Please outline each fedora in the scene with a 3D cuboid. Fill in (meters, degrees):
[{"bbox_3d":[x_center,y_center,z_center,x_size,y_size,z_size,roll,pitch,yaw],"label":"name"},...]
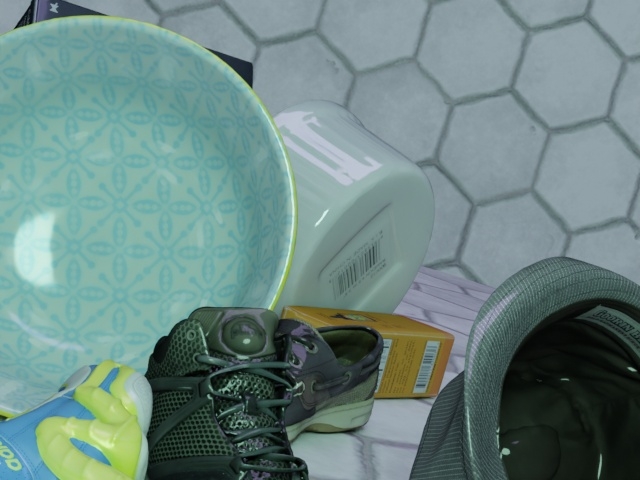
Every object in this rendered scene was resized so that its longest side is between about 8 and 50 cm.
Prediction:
[{"bbox_3d":[0.146,0.142,0.803,0.124,0.244,0.275,-26,6,45],"label":"fedora"}]

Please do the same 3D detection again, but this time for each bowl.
[{"bbox_3d":[-0.164,-0.003,0.919,0.289,0.290,0.156,17,-12,0],"label":"bowl"}]

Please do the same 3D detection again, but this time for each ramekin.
[{"bbox_3d":[0.000,0.000,1.350,0.135,0.277,0.277,32,12,31],"label":"ramekin"}]

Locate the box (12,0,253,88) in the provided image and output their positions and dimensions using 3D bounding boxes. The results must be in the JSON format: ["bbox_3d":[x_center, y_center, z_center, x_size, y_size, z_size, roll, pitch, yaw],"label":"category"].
[{"bbox_3d":[-0.321,-0.165,1.839,0.343,0.179,0.312,14,-30,-28],"label":"box"}]

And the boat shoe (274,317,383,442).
[{"bbox_3d":[-0.031,0.108,1.024,0.102,0.092,0.285,21,7,30],"label":"boat shoe"}]

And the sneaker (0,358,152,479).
[{"bbox_3d":[-0.152,0.108,0.624,0.126,0.091,0.240,15,6,-15],"label":"sneaker"}]

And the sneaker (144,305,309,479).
[{"bbox_3d":[-0.048,0.112,0.718,0.087,0.130,0.227,12,9,-30],"label":"sneaker"}]

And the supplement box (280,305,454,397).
[{"bbox_3d":[0.047,0.118,1.297,0.078,0.080,0.233,19,4,35],"label":"supplement box"}]
